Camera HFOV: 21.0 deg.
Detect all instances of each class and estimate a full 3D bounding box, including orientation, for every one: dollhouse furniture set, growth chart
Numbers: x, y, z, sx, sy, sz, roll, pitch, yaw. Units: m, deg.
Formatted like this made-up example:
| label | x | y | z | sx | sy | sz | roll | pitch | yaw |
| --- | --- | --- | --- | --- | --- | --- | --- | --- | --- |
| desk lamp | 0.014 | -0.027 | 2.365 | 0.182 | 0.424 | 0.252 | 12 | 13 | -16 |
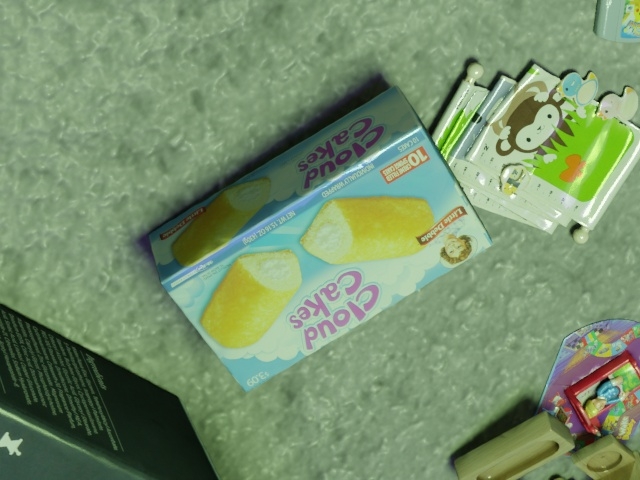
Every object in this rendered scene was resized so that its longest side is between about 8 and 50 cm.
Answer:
| label | x | y | z | sx | sy | sz | roll | pitch | yaw |
| --- | --- | --- | --- | --- | --- | --- | --- | --- | --- |
| dollhouse furniture set | 0.246 | 0.270 | 1.756 | 0.144 | 0.123 | 0.151 | -32 | 136 | 21 |
| growth chart | 0.202 | -0.086 | 1.628 | 0.237 | 0.021 | 0.172 | 14 | 111 | -28 |

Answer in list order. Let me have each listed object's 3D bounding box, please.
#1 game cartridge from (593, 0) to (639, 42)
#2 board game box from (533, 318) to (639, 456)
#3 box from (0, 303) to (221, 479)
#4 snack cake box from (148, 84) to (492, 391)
| label | x | y | z | sx | sy | sz | roll | pitch | yaw |
| --- | --- | --- | --- | --- | --- | --- | --- | --- | --- |
| game cartridge | 0.294 | -0.211 | 1.597 | 0.083 | 0.017 | 0.056 | -7 | 123 | -17 |
| board game box | 0.297 | 0.163 | 1.794 | 0.133 | 0.033 | 0.169 | 8 | 115 | -24 |
| box | -0.327 | 0.218 | 1.477 | 0.395 | 0.212 | 0.293 | 31 | 103 | -32 |
| snack cake box | 0.000 | 0.000 | 1.539 | 0.264 | 0.089 | 0.152 | -31 | 123 | 5 |
